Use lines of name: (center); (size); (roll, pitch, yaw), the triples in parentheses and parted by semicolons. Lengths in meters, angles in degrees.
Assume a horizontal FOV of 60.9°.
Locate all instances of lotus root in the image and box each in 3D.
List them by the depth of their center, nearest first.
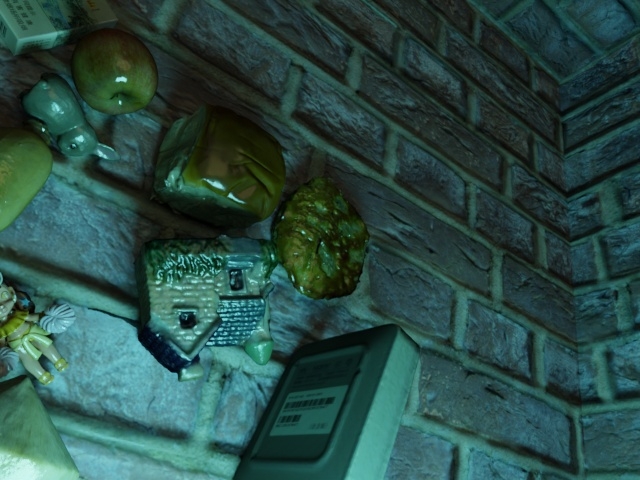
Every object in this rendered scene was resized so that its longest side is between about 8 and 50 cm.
lotus root: (-0.627, -0.126, 1.065); (0.146, 0.131, 0.303); (33, 54, -23)

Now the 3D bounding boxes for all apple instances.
apple: (-0.477, -0.392, 1.260); (0.188, 0.188, 0.174); (-7, 71, -39)

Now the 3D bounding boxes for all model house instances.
model house: (-0.238, 0.154, 1.180); (0.298, 0.243, 0.284); (0, 75, -25)

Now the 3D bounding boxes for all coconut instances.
coconut: (-0.533, 0.363, 0.838); (0.329, 0.329, 0.329); (16, 62, -32)

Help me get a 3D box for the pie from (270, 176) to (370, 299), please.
pie: (0.000, 0.000, 1.514); (0.288, 0.103, 0.355); (28, 61, -26)

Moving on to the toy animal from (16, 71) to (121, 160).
toy animal: (-0.551, -0.249, 1.193); (0.108, 0.138, 0.236); (-42, 115, -21)

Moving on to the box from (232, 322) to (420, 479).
box: (0.008, 0.376, 1.164); (0.111, 0.396, 0.396); (42, 50, -20)

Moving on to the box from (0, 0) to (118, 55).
box: (-0.637, -0.547, 1.279); (0.256, 0.069, 0.164); (-36, 95, -41)

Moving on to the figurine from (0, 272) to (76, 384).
figurine: (-0.565, 0.164, 1.001); (0.240, 0.116, 0.175); (52, 51, -16)

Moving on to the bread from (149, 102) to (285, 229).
bread: (-0.234, -0.176, 1.328); (0.279, 0.225, 0.250); (26, 58, -32)
